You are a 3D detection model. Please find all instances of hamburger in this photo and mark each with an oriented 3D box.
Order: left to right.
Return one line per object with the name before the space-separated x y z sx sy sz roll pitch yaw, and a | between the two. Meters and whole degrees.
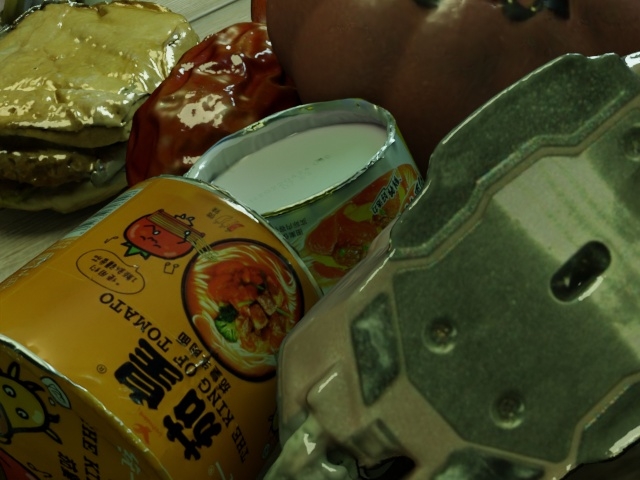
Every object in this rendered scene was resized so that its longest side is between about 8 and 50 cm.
hamburger | -0.260 -0.141 1.278 0.259 0.145 0.283 14 39 22

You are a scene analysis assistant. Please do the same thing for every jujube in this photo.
jujube | -0.074 -0.090 1.043 0.174 0.174 0.250 -9 33 22

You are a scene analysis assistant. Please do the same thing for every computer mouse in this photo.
computer mouse | 0.105 0.047 0.675 0.389 0.199 0.115 -41 -4 -6

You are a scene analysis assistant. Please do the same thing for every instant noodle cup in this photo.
instant noodle cup | -0.104 0.076 0.713 0.215 0.216 0.172 5 42 41
instant noodle cup | 0.000 0.000 0.855 0.205 0.153 0.205 -16 28 8

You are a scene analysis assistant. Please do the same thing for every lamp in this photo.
lamp | 0.108 -0.175 0.972 0.305 0.240 0.305 1 62 -2

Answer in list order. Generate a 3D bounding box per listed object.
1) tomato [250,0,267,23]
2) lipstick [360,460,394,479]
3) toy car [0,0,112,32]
tomato | -0.006 -0.319 1.471 0.173 0.099 0.189 -8 29 28
lipstick | 0.118 0.065 0.757 0.264 0.059 0.059 -32 30 -20
toy car | -0.414 -0.211 1.487 0.242 0.226 0.336 29 73 37
